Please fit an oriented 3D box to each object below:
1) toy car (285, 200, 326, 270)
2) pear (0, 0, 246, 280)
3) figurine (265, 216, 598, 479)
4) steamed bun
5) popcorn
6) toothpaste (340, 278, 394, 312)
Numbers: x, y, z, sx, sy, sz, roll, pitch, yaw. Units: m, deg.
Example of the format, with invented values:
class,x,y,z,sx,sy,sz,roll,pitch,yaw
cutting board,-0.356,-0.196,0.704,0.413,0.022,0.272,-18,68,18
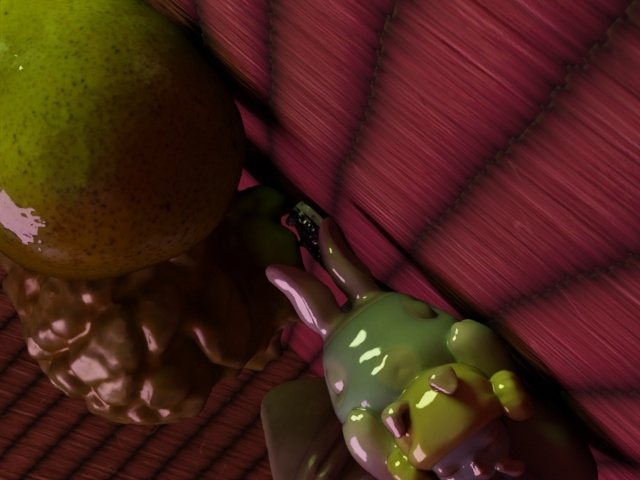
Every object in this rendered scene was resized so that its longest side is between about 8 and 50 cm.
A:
class,x,y,z,sx,sy,sz,roll,pitch,yaw
toy car,0.000,0.000,1.303,0.041,0.025,0.093,44,173,21
pear,-0.149,-0.066,1.096,0.198,0.198,0.198,45,175,5
figurine,0.063,0.098,1.070,0.235,0.127,0.155,49,-168,-10
steamed bun,0.100,0.316,1.874,0.346,0.237,0.394,-9,-100,-78
popcorn,-0.135,0.015,1.366,0.258,0.224,0.270,50,-151,-1
toothpaste,0.064,0.073,1.279,0.037,0.043,0.178,47,174,-23
